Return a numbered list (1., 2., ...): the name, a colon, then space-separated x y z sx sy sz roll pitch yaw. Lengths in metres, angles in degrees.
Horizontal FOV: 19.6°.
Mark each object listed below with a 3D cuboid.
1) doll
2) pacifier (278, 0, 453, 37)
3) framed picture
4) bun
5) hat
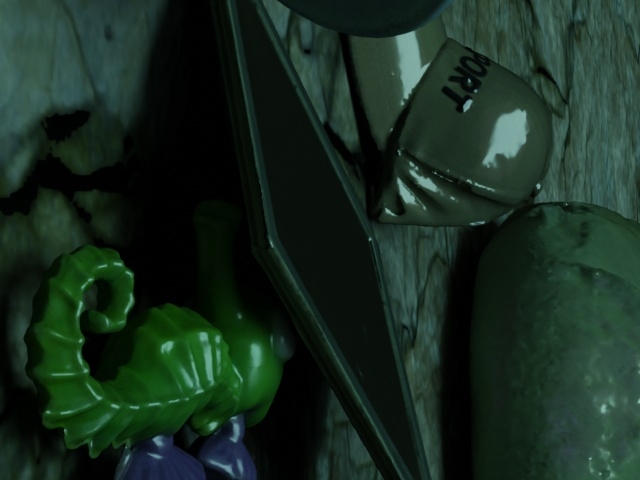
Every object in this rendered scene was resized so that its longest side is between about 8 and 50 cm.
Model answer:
1. doll: -0.054 0.043 0.679 0.190 0.050 0.115 -5 95 -69
2. pacifier: -0.054 -0.172 0.595 0.207 0.227 0.279 -38 151 -28
3. framed picture: 0.000 0.000 0.808 0.252 0.014 0.197 62 12 -50
4. bun: 0.199 0.105 1.186 0.283 0.179 0.283 -3 90 -73
5. hat: 0.072 -0.093 1.002 0.147 0.085 0.175 -64 146 -53
